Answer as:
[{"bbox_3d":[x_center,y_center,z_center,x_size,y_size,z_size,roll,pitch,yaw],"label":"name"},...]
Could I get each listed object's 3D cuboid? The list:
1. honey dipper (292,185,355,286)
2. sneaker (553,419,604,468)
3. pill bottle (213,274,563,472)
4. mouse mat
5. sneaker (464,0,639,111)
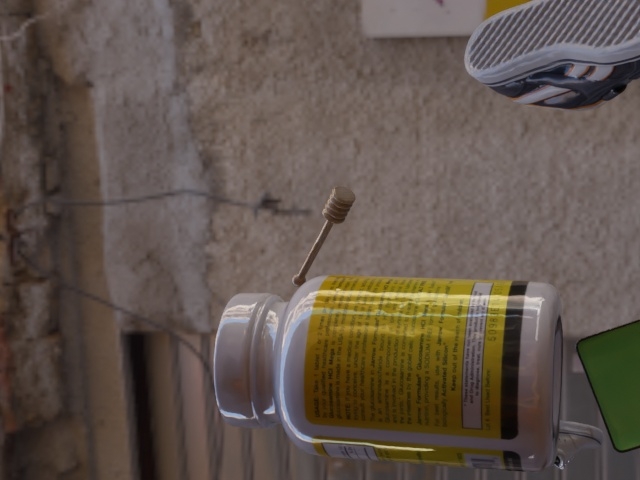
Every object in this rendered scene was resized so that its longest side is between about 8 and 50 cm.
[{"bbox_3d":[0.000,0.000,1.372,0.030,0.030,0.160,-78,12,-50],"label":"honey dipper"},{"bbox_3d":[0.453,0.390,2.136,0.258,0.094,0.091,16,-101,-42],"label":"sneaker"},{"bbox_3d":[0.072,0.129,1.134,0.188,0.334,0.187,2,-90,-75],"label":"pill bottle"},{"bbox_3d":[0.502,0.223,1.751,0.007,0.153,0.189,59,-167,-76],"label":"mouse mat"},{"bbox_3d":[0.325,-0.233,1.296,0.127,0.321,0.126,25,-108,-34],"label":"sneaker"}]
